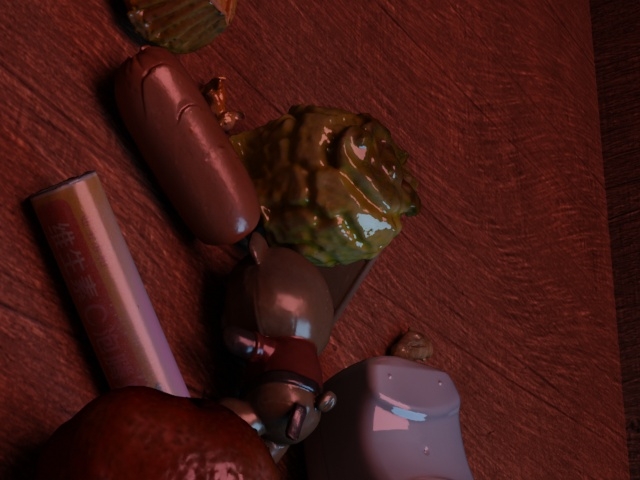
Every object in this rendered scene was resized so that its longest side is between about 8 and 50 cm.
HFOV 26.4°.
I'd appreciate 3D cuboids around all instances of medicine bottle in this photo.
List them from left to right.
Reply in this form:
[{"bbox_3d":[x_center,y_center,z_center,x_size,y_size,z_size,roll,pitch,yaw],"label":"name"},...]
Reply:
[{"bbox_3d":[-0.250,0.123,1.744,0.108,0.108,0.426,-35,105,-60],"label":"medicine bottle"}]

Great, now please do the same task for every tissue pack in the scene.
[{"bbox_3d":[0.101,0.362,2.077,0.229,0.236,0.333,12,50,-37],"label":"tissue pack"}]

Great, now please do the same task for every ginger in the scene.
[{"bbox_3d":[0.141,0.234,2.415,0.089,0.075,0.288,71,24,-16],"label":"ginger"}]

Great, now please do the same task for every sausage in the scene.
[{"bbox_3d":[-0.194,-0.137,1.947,0.304,0.121,0.121,61,31,-23],"label":"sausage"}]

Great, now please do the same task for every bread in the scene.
[{"bbox_3d":[-0.209,-0.400,2.036,0.240,0.139,0.240,42,39,-47],"label":"bread"}]

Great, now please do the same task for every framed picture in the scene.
[{"bbox_3d":[0.000,0.000,2.294,0.240,0.020,0.324,61,36,-22],"label":"framed picture"}]

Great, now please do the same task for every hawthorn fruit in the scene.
[{"bbox_3d":[-0.202,0.314,1.561,0.311,0.295,0.295,-49,123,-24],"label":"hawthorn fruit"}]

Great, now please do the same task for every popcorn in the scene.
[{"bbox_3d":[0.016,-0.092,2.119,0.293,0.237,0.293,40,33,-32],"label":"popcorn"}]

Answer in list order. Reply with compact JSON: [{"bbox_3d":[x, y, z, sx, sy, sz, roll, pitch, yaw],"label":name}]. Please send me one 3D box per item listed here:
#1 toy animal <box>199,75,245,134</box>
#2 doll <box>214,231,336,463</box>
[{"bbox_3d":[-0.154,-0.207,2.124,0.083,0.060,0.081,51,36,-21],"label":"toy animal"},{"bbox_3d":[-0.063,0.159,1.967,0.235,0.174,0.330,50,33,-51],"label":"doll"}]
